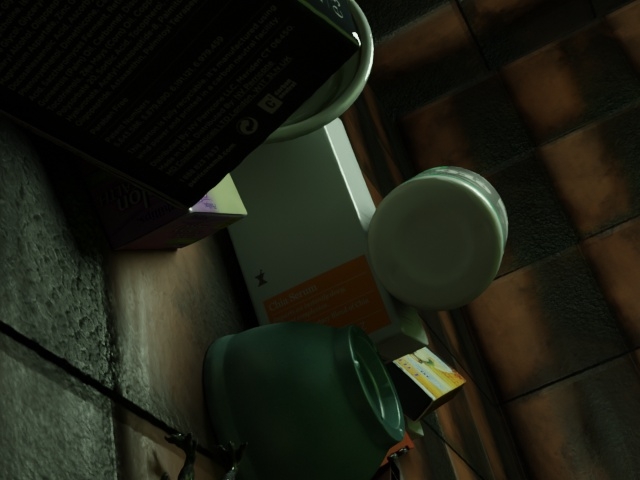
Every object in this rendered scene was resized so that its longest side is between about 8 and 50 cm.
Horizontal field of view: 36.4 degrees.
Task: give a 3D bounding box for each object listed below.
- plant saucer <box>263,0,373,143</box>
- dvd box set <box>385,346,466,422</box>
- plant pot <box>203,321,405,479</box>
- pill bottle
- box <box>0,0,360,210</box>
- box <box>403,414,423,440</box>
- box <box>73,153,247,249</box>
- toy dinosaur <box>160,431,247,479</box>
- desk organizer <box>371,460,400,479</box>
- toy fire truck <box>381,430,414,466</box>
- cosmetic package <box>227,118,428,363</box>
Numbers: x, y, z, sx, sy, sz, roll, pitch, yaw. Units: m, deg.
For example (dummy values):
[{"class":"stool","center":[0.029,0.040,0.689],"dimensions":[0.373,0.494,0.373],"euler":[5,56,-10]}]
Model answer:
[{"class":"plant saucer","center":[-0.115,-0.296,1.601],"dimensions":[0.101,0.400,0.401],"euler":[94,-18,-57]},{"class":"dvd box set","center":[0.129,0.215,1.929],"dimensions":[0.307,0.062,0.420],"euler":[41,8,15]},{"class":"plant pot","center":[-0.004,0.233,1.355],"dimensions":[0.293,0.196,0.293],"euler":[58,15,-25]},{"class":"pill bottle","center":[0.202,-0.016,1.587],"dimensions":[0.204,0.204,0.361],"euler":[64,14,-1]},{"class":"box","center":[-0.254,-0.365,1.024],"dimensions":[0.471,0.297,0.480],"euler":[27,34,-36]},{"class":"box","center":[0.138,0.347,1.918],"dimensions":[0.101,0.087,0.102],"euler":[41,27,-59]},{"class":"box","center":[-0.228,-0.119,1.303],"dimensions":[0.243,0.117,0.213],"euler":[65,13,6]},{"class":"toy dinosaur","center":[-0.126,0.282,1.093],"dimensions":[0.268,0.064,0.118],"euler":[43,40,-59]},{"class":"desk organizer","center":[0.112,0.442,1.729],"dimensions":[0.047,0.050,0.130],"euler":[60,14,-18]},{"class":"toy fire truck","center":[0.088,0.369,1.667],"dimensions":[0.192,0.135,0.047],"euler":[-21,75,-37]},{"class":"cosmetic package","center":[-0.014,0.006,1.655],"dimensions":[0.161,0.230,0.453],"euler":[33,33,-65]}]
